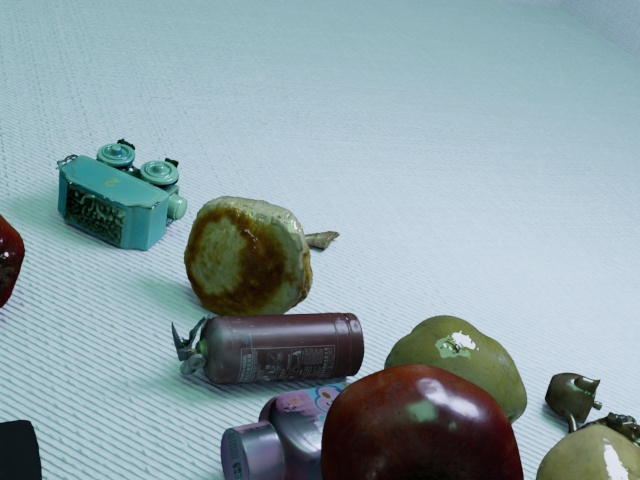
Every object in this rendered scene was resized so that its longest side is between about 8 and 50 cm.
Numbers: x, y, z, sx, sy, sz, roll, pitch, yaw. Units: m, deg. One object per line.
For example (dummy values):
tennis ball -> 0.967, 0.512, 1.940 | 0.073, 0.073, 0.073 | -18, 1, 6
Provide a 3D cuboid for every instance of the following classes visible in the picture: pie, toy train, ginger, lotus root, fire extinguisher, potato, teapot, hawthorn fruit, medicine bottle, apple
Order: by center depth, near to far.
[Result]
apple -> 0.107, 0.242, 0.964 | 0.233, 0.234, 0.234 | 10, 30, -6
lotus root -> 0.342, 0.342, 1.024 | 0.182, 0.183, 0.310 | 11, 33, -5
medicine bottle -> -0.021, 0.248, 1.099 | 0.187, 0.094, 0.119 | -5, 35, -30
fire extinguisher -> -0.078, 0.143, 1.245 | 0.268, 0.105, 0.105 | 1, 32, -22
hawthorn fruit -> -0.500, 0.019, 1.247 | 0.157, 0.157, 0.194 | -13, 22, -39
potato -> 0.190, 0.192, 1.256 | 0.194, 0.157, 0.157 | 39, 37, 15
teapot -> 0.364, 0.237, 1.304 | 0.080, 0.085, 0.110 | 19, 50, 12
pie -> -0.108, 0.029, 1.350 | 0.205, 0.179, 0.084 | 14, 24, 14
toy train -> -0.331, -0.075, 1.506 | 0.203, 0.112, 0.163 | 22, 37, 15
ginger -> 0.001, 0.001, 1.594 | 0.097, 0.030, 0.048 | -9, 9, -38

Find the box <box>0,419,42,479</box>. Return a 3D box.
box -> -0.377, 0.255, 1.011 | 0.125, 0.027, 0.126 | -3, 35, -23
